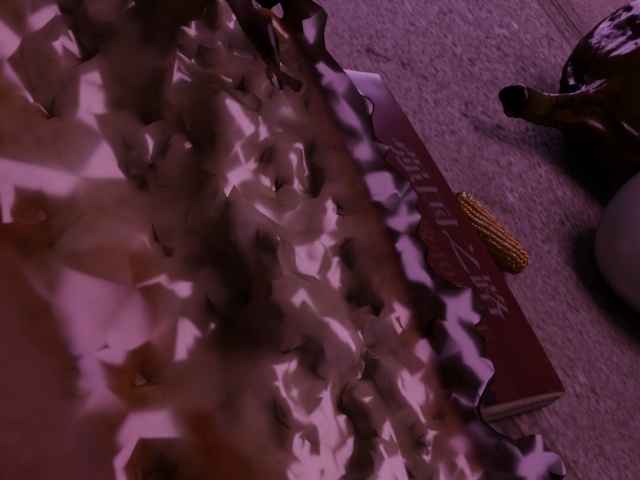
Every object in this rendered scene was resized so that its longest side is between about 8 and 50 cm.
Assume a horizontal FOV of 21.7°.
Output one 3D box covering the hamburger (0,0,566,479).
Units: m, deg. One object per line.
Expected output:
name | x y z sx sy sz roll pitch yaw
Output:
hamburger | -0.121 0.064 0.466 0.268 0.287 0.445 -19 72 -20

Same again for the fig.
fig | 0.252 -0.138 1.405 0.290 0.190 0.190 13 44 -29

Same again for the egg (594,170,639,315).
egg | 0.308 0.002 1.322 0.209 0.151 0.151 -5 59 -30

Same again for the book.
book | 0.000 0.000 0.979 0.374 0.028 0.262 -3 59 -58

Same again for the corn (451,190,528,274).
corn | 0.113 -0.007 1.165 0.083 0.027 0.028 42 -4 -25

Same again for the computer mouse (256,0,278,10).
computer mouse | -0.119 -0.179 0.925 0.233 0.096 0.137 11 41 -46
